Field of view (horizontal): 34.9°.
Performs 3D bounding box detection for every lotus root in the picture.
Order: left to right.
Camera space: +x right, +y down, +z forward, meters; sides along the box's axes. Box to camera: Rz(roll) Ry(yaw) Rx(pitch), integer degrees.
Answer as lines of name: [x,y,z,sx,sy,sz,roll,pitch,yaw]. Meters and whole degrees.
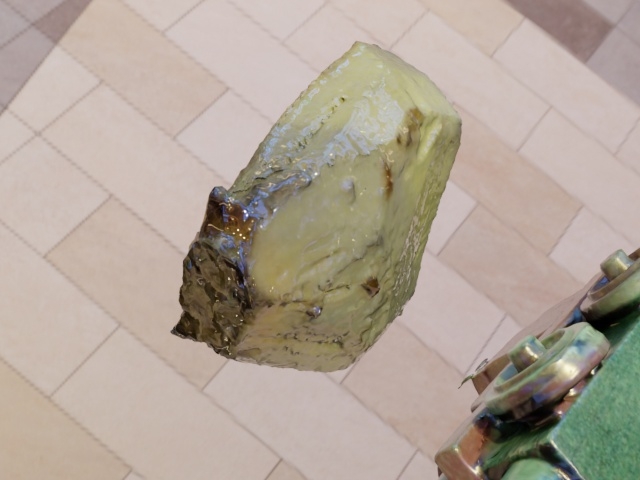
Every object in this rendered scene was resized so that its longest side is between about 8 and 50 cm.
lotus root: [0.003,0.003,0.434,0.070,0.143,0.144,27,34,16]

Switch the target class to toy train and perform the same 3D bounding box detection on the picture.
toy train: [0.177,0.124,0.720,0.150,0.221,0.304,52,46,4]
